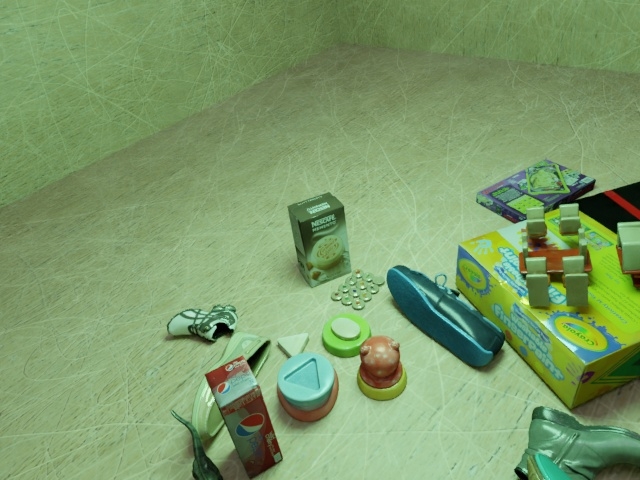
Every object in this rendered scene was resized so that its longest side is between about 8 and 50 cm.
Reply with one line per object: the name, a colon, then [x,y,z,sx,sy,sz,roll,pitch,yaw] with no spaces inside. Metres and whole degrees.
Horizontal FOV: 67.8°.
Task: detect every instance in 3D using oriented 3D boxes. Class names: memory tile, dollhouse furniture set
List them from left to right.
memory tile: [0.111,0.140,1.393,0.113,0.012,0.148,20,46,32]
dollhouse furniture set: [0.590,0.044,1.082,0.258,0.135,0.262,-4,36,26]

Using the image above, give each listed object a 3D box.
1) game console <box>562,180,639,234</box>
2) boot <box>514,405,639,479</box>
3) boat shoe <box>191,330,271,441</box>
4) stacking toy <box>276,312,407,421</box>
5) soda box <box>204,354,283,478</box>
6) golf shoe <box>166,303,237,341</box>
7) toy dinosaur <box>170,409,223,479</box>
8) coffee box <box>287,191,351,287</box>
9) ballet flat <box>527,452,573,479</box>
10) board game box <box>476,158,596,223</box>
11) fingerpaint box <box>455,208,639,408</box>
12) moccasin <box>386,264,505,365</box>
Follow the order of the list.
game console: [0.977,-0.039,1.416,0.341,0.060,0.387,-17,37,-1]
boot: [0.506,0.429,0.895,0.246,0.084,0.161,9,48,31]
boat shoe: [-0.204,0.337,1.131,0.098,0.109,0.302,3,33,17]
stacking toy: [0.028,0.265,1.152,0.308,0.131,0.280,-16,38,-10]
soda box: [-0.149,0.359,0.957,0.083,0.264,0.092,-23,40,-19]
golf shoe: [-0.327,0.236,1.311,0.197,0.077,0.094,-14,38,-4]
toy dinosaur: [-0.230,0.464,0.955,0.064,0.118,0.268,-29,43,-14]
coffee box: [0.000,0.000,1.405,0.141,0.247,0.098,-21,39,-15]
ballet flat: [0.443,0.514,0.755,0.116,0.124,0.342,14,21,-44]
board game box: [0.738,-0.170,1.635,0.346,0.056,0.208,-25,44,-19]
fingerpaint box: [0.615,0.131,1.173,0.370,0.163,0.445,-18,38,-13]
moccasin: [0.314,0.180,1.226,0.116,0.138,0.342,-26,54,-28]
